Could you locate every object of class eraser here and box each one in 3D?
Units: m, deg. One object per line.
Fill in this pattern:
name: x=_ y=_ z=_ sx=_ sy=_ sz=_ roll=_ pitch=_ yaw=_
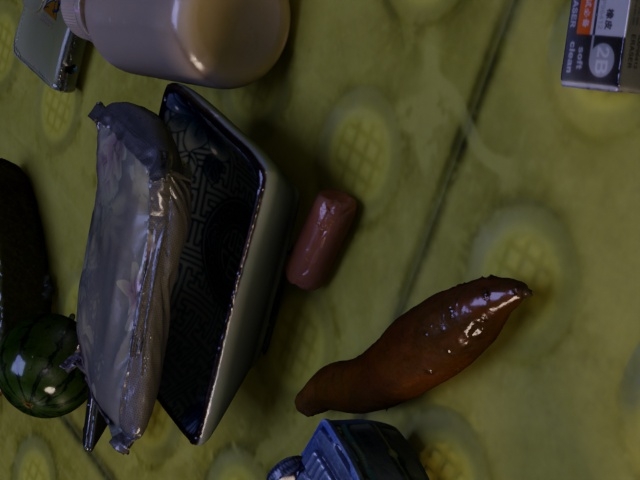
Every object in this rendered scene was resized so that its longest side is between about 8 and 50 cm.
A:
eraser: x=0.179 y=-0.150 z=0.898 sx=0.052 sy=0.029 sz=0.122 roll=17 pitch=102 yaw=52

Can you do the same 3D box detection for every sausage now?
sausage: x=0.000 y=0.000 z=1.123 sx=0.034 sy=0.034 sz=0.083 roll=50 pitch=127 yaw=42

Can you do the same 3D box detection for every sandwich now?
sandwich: x=-0.414 y=0.056 z=1.570 sx=0.301 sy=0.162 sz=0.250 roll=-26 pitch=63 yaw=47

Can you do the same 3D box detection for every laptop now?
laptop: x=-0.189 y=0.088 z=1.332 sx=0.129 sy=0.016 sz=0.180 roll=-84 pitch=1 yaw=-83

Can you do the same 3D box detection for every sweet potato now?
sweet potato: x=0.057 y=0.082 z=1.025 sx=0.264 sy=0.057 sz=0.057 roll=-37 pitch=59 yaw=48

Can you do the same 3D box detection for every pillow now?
pillow: x=-0.149 y=0.021 z=1.171 sx=0.169 sy=0.059 sz=0.255 roll=34 pitch=119 yaw=54

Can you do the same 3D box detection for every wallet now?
wallet: x=-0.257 y=-0.238 z=1.481 sx=0.110 sy=0.039 sz=0.155 roll=39 pitch=118 yaw=44

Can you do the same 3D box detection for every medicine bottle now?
medicine bottle: x=-0.135 y=-0.192 z=1.253 sx=0.252 sy=0.114 sz=0.114 roll=15 pitch=100 yaw=53

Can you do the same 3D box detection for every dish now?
dish: x=-0.079 y=0.016 z=1.187 sx=0.182 sy=0.080 sz=0.243 roll=43 pitch=124 yaw=49

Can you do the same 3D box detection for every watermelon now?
watermelon: x=-0.255 y=0.114 z=1.408 sx=0.109 sy=0.109 sz=0.109 roll=-6 pitch=83 yaw=53

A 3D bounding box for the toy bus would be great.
toy bus: x=-0.006 y=0.224 z=1.066 sx=0.079 sy=0.094 sz=0.236 roll=54 pitch=130 yaw=32
